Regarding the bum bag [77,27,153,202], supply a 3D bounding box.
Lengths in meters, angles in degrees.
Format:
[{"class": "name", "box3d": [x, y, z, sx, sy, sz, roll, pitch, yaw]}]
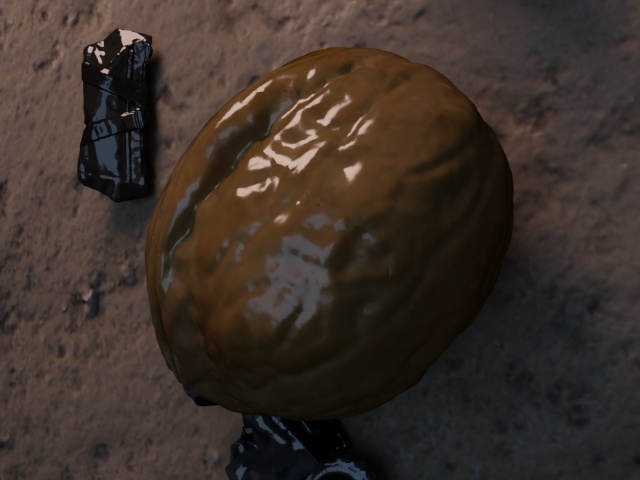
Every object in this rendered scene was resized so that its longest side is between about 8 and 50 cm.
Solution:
[{"class": "bum bag", "box3d": [-0.232, -0.142, 0.853, 0.087, 0.049, 0.198, 1, 90, 3]}]

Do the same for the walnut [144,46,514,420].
[{"class": "walnut", "box3d": [0.001, 0.002, 0.604, 0.277, 0.252, 0.313, 37, 79, 30]}]

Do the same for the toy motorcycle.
[{"class": "toy motorcycle", "box3d": [-0.062, 0.194, 0.729, 0.159, 0.106, 0.270, -45, 76, 18]}]
